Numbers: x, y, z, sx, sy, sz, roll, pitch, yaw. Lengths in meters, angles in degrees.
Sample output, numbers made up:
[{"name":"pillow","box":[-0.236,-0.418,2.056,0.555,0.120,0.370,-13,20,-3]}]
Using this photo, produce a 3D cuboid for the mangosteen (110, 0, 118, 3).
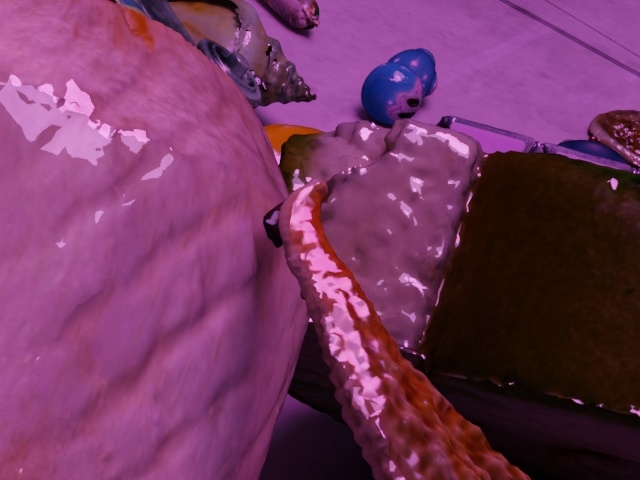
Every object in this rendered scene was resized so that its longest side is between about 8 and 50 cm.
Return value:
[{"name":"mangosteen","box":[-0.197,-0.067,1.041,0.216,0.216,0.216,17,28,-10]}]

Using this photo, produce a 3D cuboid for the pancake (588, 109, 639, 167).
[{"name":"pancake","box":[0.284,-0.084,1.598,0.108,0.017,0.108,14,30,-8]}]

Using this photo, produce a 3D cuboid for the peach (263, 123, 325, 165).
[{"name":"peach","box":[0.000,0.000,1.155,0.179,0.103,0.179,15,31,-9]}]

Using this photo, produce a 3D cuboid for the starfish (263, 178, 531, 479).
[{"name":"starfish","box":[0.063,0.190,0.662,0.384,0.132,0.398,47,55,-10]}]

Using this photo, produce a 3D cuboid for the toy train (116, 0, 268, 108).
[{"name":"toy train","box":[-0.144,-0.146,1.230,0.253,0.105,0.157,58,21,21]}]

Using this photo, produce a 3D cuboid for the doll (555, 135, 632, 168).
[{"name":"doll","box":[0.198,-0.038,1.392,0.114,0.085,0.152,10,16,7]}]

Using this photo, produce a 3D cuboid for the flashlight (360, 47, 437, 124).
[{"name":"flashlight","box":[0.067,-0.131,1.488,0.051,0.051,0.129,25,26,5]}]

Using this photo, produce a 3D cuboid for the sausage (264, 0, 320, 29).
[{"name":"sausage","box":[-0.075,-0.257,1.619,0.033,0.033,0.269,-3,37,-39]}]

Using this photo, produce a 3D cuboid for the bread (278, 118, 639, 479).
[{"name":"bread","box":[0.139,0.056,0.926,0.382,0.129,0.366,26,-14,-20]}]

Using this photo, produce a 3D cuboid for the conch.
[{"name":"conch","box":[-0.099,-0.143,1.364,0.201,0.079,0.095,7,40,7]}]

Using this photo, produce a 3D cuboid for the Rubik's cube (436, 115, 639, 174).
[{"name":"Rubik's cube","box":[0.141,-0.032,1.159,0.178,0.190,0.211,55,4,-37]}]

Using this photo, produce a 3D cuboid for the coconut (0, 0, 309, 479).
[{"name":"coconut","box":[-0.165,0.051,0.770,0.329,0.329,0.329,17,28,-10]}]
